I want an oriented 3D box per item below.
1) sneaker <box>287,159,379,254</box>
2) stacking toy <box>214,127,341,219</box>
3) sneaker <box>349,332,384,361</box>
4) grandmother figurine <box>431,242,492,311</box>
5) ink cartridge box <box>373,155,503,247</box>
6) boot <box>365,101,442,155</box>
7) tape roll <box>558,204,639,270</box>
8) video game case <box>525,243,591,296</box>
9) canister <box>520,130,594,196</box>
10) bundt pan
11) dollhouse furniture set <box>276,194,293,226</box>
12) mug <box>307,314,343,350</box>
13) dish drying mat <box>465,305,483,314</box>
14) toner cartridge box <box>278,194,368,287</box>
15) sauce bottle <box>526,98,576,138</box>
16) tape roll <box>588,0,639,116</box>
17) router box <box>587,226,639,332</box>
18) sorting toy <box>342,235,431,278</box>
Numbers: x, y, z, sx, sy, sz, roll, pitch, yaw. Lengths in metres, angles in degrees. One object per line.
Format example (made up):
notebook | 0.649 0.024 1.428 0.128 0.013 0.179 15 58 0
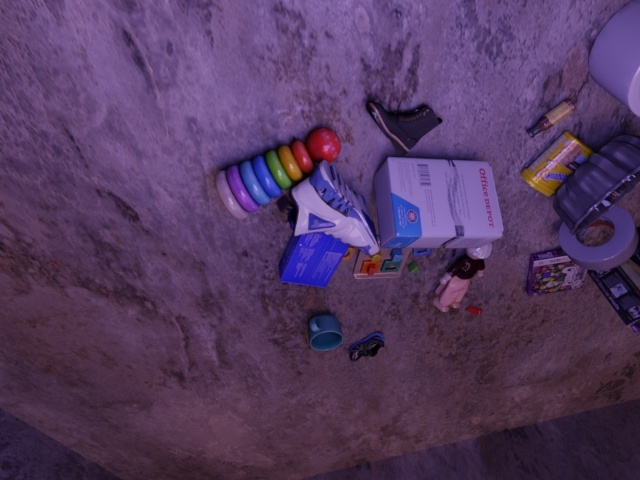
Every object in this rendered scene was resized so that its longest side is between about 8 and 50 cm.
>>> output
sneaker | 0.017 -0.065 1.209 0.182 0.128 0.315 -25 134 21
stacking toy | -0.098 -0.182 1.157 0.330 0.141 0.141 -26 135 8
sneaker | 0.193 0.460 1.901 0.067 0.078 0.188 31 122 -35
grandmother figurine | 0.508 0.113 1.617 0.207 0.104 0.343 -19 141 -35
ink cartridge box | 0.318 -0.098 1.247 0.306 0.224 0.129 0 162 -13
boot | 0.212 -0.316 1.138 0.137 0.077 0.197 -37 144 17
tape roll | 0.910 -0.014 1.485 0.219 0.219 0.072 -35 132 22
video game case | 0.908 0.119 1.732 0.210 0.042 0.232 -10 137 9
canister | 0.697 -0.225 1.331 0.126 0.073 0.170 19 126 -29
bundt pan | 0.817 -0.172 1.314 0.330 0.124 0.331 -31 155 -16
dollhouse furniture set | -0.049 -0.100 1.291 0.114 0.091 0.081 -41 145 23
mug | 0.017 0.336 1.722 0.129 0.098 0.158 -3 135 -9
dish drying mat | 0.642 0.292 1.884 0.083 0.008 0.032 20 128 -30
toner cartridge box | 0.000 0.000 1.396 0.165 0.075 0.348 9 132 -22
sauce bottle | 0.625 -0.329 1.231 0.128 0.042 0.042 -36 131 22
tape roll | 0.803 -0.438 1.071 0.245 0.169 0.246 -6 135 -6
router box | 1.140 0.138 1.625 0.081 0.309 0.243 31 122 -33
sorting toy | 0.212 0.068 1.533 0.347 0.047 0.196 -1 135 -11
